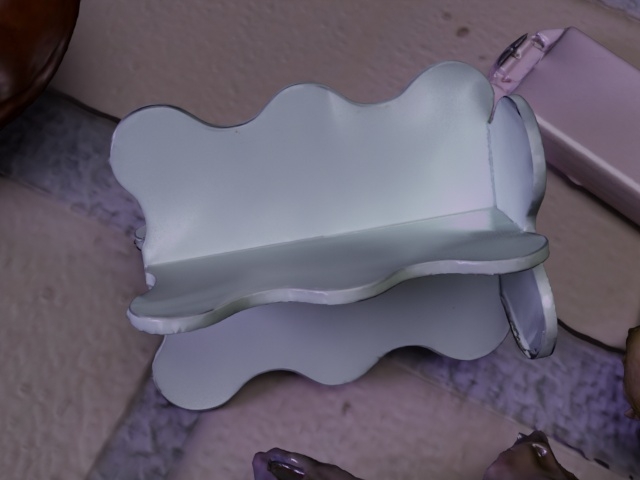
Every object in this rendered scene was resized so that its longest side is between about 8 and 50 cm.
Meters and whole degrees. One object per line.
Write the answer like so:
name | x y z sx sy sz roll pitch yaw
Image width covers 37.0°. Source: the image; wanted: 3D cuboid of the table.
table | 0.000 0.000 0.494 0.198 0.166 0.166 -10 63 -6

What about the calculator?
calculator | 0.191 -0.076 0.630 0.175 0.032 0.100 37 62 11

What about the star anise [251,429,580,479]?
star anise | 0.060 0.224 0.396 0.332 0.117 0.331 2 60 -3

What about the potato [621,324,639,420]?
potato | 0.221 0.083 0.536 0.172 0.089 0.100 -6 80 -48

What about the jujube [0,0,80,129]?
jujube | -0.275 -0.176 0.511 0.223 0.223 0.318 -35 68 -25
